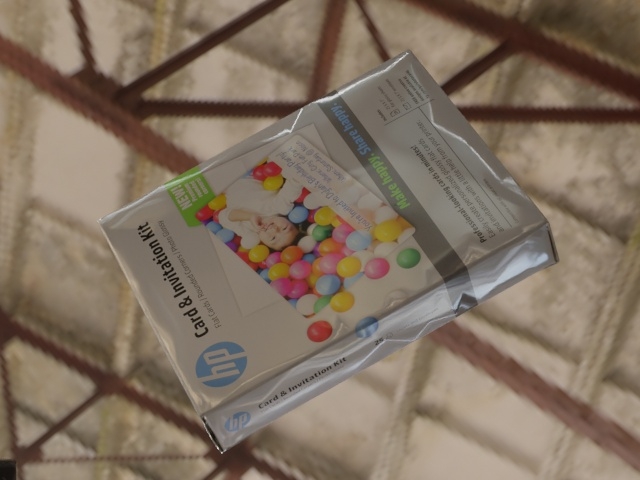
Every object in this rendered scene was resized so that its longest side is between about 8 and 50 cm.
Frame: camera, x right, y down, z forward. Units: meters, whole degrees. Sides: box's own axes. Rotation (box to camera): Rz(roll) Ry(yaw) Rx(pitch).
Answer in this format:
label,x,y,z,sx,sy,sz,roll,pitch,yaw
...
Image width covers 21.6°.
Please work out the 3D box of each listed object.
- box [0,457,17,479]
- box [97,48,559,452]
label,x,y,z,sx,sy,sz,roll,pitch,yaw
box,-0.200,0.141,0.387,0.103,0.261,0.184,0,-95,37
box,0.000,0.000,0.827,0.145,0.186,0.038,57,-5,40
